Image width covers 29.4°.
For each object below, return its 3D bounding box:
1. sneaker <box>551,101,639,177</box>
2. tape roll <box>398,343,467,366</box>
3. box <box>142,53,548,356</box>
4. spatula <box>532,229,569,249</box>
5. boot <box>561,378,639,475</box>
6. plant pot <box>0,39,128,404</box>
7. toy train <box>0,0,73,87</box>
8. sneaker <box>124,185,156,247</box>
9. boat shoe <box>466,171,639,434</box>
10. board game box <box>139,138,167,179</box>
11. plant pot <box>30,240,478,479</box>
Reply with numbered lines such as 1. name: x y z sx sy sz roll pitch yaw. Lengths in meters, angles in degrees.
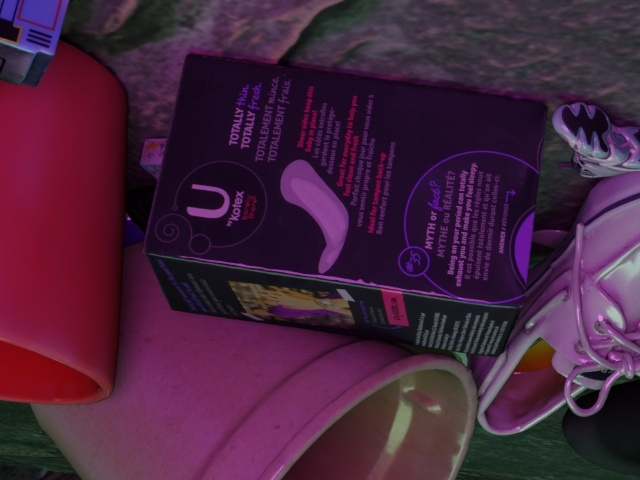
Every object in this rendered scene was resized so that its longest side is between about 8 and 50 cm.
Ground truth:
1. sneaker: 0.195 -0.067 0.903 0.098 0.038 0.069 20 157 -26
2. tape roll: 0.057 0.090 1.341 0.392 0.072 0.392 7 162 2
3. box: 0.021 -0.022 0.923 0.270 0.165 0.143 9 161 4
4. spatula: 0.327 0.016 1.103 0.242 0.019 0.168 18 158 -22
5. boot: 0.409 0.163 1.304 0.367 0.146 0.445 16 163 -22
6. plant pot: -0.269 -0.023 0.947 0.275 0.243 0.275 9 161 3
7. toy train: -0.233 -0.166 0.734 0.184 0.105 0.080 17 159 -20
8. sneaker: -0.170 0.051 1.242 0.146 0.102 0.293 -29 149 -18
9. boat shoe: 0.230 0.071 1.000 0.136 0.156 0.367 20 143 -20
10. board game box: -0.081 -0.049 1.108 0.103 0.026 0.154 0 158 24
11. plant pot: -0.085 0.164 1.079 0.305 0.334 0.334 34 174 30
